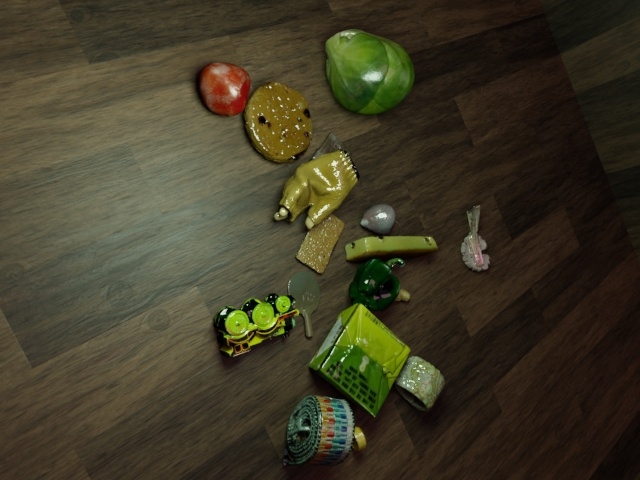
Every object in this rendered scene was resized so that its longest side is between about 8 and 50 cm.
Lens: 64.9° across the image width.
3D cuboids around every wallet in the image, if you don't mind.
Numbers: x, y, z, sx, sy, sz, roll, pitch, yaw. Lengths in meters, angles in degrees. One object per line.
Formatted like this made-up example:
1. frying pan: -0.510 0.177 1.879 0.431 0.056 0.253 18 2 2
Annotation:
1. wallet: 0.020 -0.289 1.911 0.124 0.042 0.230 41 70 -20

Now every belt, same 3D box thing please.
1. belt: -0.020 0.615 1.621 0.161 0.295 0.206 14 58 -22

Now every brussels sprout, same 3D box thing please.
1. brussels sprout: 0.172 -0.641 1.925 0.354 0.289 0.281 49 47 -2

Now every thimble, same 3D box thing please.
1. thimble: 0.378 0.548 1.946 0.190 0.137 0.143 42 65 -3

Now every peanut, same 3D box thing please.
1. peanut: 0.313 0.220 2.009 0.113 0.054 0.053 6 79 -31

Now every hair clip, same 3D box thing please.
1. hair clip: 0.694 -0.011 2.266 0.173 0.069 0.300 -9 97 -31

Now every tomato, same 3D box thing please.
1. tomato: -0.320 -0.508 1.680 0.187 0.151 0.187 2 85 -28

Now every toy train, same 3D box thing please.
1. toy train: -0.205 0.271 1.654 0.296 0.100 0.160 -15 97 -33

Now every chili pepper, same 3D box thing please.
1. chili pepper: 0.217 0.152 1.890 0.174 0.165 0.261 49 47 -6

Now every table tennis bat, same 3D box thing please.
1. table tennis bat: -0.054 0.227 1.801 0.131 0.022 0.234 -2 81 -33

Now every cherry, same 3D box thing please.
1. cherry: 0.230 -0.061 1.988 0.148 0.188 0.115 -27 58 -23

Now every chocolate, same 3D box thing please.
1. chocolate: 0.137 0.427 1.817 0.301 0.137 0.288 45 63 -19

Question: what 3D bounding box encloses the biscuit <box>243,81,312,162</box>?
1. biscuit: -0.150 -0.420 1.811 0.296 0.075 0.295 5 82 -36

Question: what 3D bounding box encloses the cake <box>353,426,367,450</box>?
1. cake: 0.132 0.708 1.798 0.044 0.084 0.084 -13 89 -24

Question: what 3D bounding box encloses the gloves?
1. gloves: -0.019 -0.179 1.786 0.356 0.155 0.203 -38 118 -16

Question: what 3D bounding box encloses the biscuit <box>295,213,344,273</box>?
1. biscuit: 0.000 0.000 1.864 0.131 0.025 0.230 36 66 -21

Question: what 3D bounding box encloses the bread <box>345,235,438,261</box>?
1. bread: 0.280 0.031 1.965 0.362 0.138 0.077 -2 76 -32
